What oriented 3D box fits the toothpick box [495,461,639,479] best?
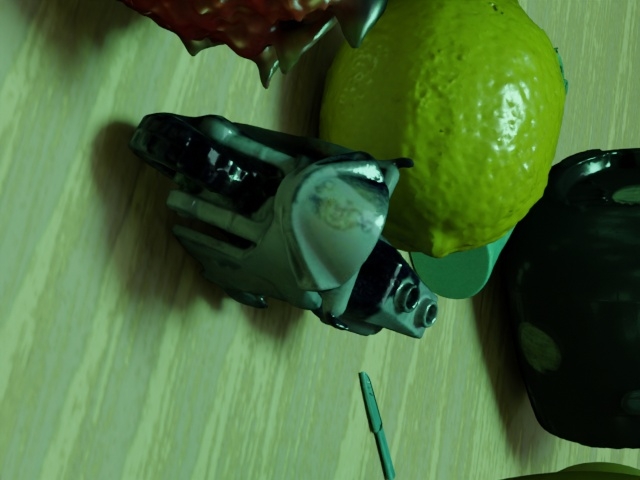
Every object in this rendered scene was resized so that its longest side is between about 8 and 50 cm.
[{"bbox_3d":[0.140,0.338,0.991,0.425,0.409,0.409,-19,103,-62],"label":"toothpick box"}]

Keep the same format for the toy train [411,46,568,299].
[{"bbox_3d":[0.136,-0.061,1.403,0.248,0.101,0.159,-56,148,-51],"label":"toy train"}]

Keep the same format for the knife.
[{"bbox_3d":[0.042,0.136,1.260,0.014,0.005,0.091,-47,127,-59],"label":"knife"}]

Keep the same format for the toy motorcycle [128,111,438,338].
[{"bbox_3d":[0.000,0.000,1.033,0.270,0.159,0.106,39,73,-54],"label":"toy motorcycle"}]

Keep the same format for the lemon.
[{"bbox_3d":[0.085,-0.085,1.205,0.180,0.180,0.193,-5,89,-64],"label":"lemon"}]

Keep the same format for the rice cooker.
[{"bbox_3d":[0.288,0.042,1.508,0.267,0.267,0.224,-46,133,-58],"label":"rice cooker"}]

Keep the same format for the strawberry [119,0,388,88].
[{"bbox_3d":[-0.100,-0.222,0.932,0.306,0.137,0.233,45,20,-18],"label":"strawberry"}]
